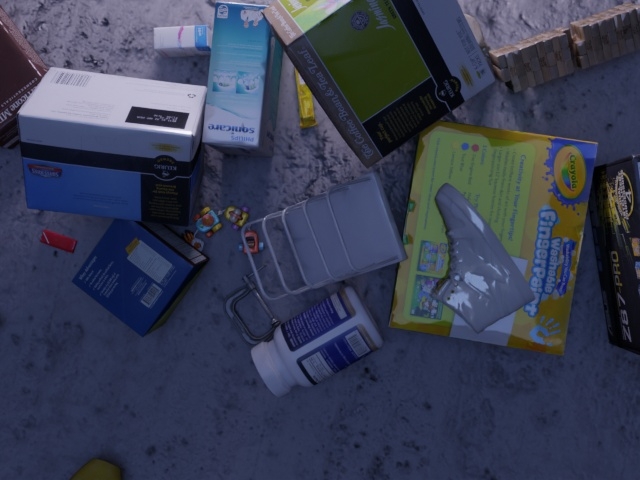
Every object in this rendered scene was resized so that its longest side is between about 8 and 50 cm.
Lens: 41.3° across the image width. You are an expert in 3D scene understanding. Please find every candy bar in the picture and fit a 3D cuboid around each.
[{"bbox_3d":[-0.036,-0.335,1.920,0.040,0.018,0.162,-7,89,0],"label":"candy bar"}]

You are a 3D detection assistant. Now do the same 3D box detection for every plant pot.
[{"bbox_3d":[-0.500,0.546,1.906,0.134,0.134,0.095,18,65,4],"label":"plant pot"}]

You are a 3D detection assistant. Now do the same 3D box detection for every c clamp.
[{"bbox_3d":[-0.146,0.154,1.924,0.137,0.022,0.161,-29,88,3],"label":"c clamp"}]

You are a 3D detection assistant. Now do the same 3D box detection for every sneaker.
[{"bbox_3d":[0.277,0.044,1.691,0.169,0.108,0.293,-35,89,2],"label":"sneaker"}]

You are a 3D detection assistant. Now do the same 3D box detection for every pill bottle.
[{"bbox_3d":[-0.008,0.225,1.849,0.264,0.153,0.153,-30,88,3],"label":"pill bottle"}]

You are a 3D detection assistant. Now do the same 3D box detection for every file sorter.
[{"bbox_3d":[0.000,0.000,1.774,0.277,0.173,0.193,-20,89,42],"label":"file sorter"}]

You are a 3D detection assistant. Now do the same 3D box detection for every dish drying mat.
[{"bbox_3d":[-0.606,0.002,1.963,0.083,0.008,0.032,19,90,4],"label":"dish drying mat"}]

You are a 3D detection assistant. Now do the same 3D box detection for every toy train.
[{"bbox_3d":[-0.211,-0.018,1.913,0.166,0.046,0.125,2,88,0],"label":"toy train"}]

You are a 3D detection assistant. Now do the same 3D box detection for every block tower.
[{"bbox_3d":[0.542,-0.417,1.832,0.335,0.097,0.091,-18,110,5],"label":"block tower"}]

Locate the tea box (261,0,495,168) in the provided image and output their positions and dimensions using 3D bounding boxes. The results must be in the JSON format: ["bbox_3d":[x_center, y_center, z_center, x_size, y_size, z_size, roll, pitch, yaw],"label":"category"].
[{"bbox_3d":[0.115,-0.388,1.696,0.323,0.220,0.329,-34,126,3],"label":"tea box"}]

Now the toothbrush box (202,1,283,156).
[{"bbox_3d":[-0.161,-0.337,1.831,0.126,0.216,0.296,5,91,5],"label":"toothbrush box"}]

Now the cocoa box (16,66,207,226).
[{"bbox_3d":[-0.424,-0.196,1.787,0.346,0.231,0.228,7,126,-3],"label":"cocoa box"}]

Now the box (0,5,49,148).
[{"bbox_3d":[-0.763,-0.415,1.912,0.191,0.143,0.381,-38,89,2],"label":"box"}]

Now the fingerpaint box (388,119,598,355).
[{"bbox_3d":[0.360,-0.010,1.819,0.370,0.163,0.445,8,92,5],"label":"fingerpaint box"}]

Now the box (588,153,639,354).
[{"bbox_3d":[0.648,0.029,1.722,0.097,0.318,0.395,-8,90,3],"label":"box"}]

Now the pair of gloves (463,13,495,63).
[{"bbox_3d":[0.246,-0.413,1.889,0.240,0.042,0.204,-42,86,3],"label":"pair of gloves"}]

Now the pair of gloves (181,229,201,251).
[{"bbox_3d":[-0.316,0.020,1.942,0.083,0.010,0.074,-26,88,4],"label":"pair of gloves"}]

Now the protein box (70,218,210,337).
[{"bbox_3d":[-0.394,0.066,1.874,0.201,0.136,0.200,37,99,3],"label":"protein box"}]

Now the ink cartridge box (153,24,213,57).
[{"bbox_3d":[-0.305,-0.445,1.903,0.122,0.088,0.052,-3,90,4],"label":"ink cartridge box"}]
